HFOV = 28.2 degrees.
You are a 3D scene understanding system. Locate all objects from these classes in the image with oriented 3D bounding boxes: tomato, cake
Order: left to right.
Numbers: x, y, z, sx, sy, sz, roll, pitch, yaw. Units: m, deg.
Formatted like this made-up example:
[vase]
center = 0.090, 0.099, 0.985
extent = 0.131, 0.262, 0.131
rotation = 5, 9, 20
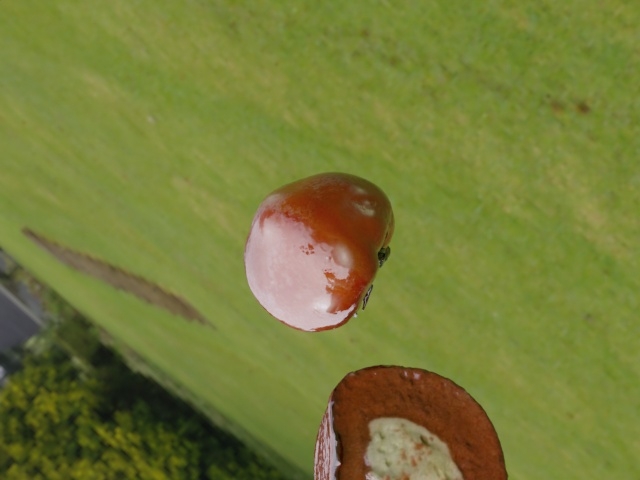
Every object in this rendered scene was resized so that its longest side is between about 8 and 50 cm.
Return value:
[tomato]
center = 0.000, 0.000, 1.352
extent = 0.151, 0.187, 0.187
rotation = 30, 172, 6
[cake]
center = 0.087, 0.266, 1.234
extent = 0.176, 0.283, 0.151
rotation = 2, 152, -7
